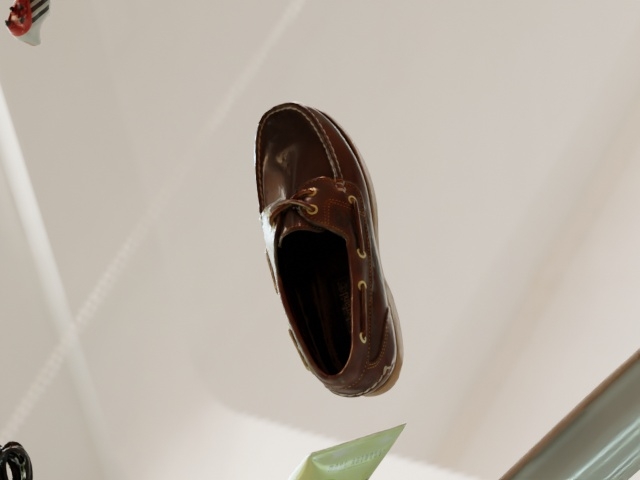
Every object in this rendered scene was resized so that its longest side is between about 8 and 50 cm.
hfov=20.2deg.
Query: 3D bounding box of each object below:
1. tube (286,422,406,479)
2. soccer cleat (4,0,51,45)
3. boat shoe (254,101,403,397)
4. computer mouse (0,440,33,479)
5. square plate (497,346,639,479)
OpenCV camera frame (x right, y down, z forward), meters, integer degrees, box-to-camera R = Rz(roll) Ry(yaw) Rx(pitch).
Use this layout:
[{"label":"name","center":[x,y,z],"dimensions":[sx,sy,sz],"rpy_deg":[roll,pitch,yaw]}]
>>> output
[{"label":"tube","center":[-0.007,0.224,1.548],"dimensions":[0.062,0.240,0.070],"rpy_deg":[29,-129,-2]},{"label":"soccer cleat","center":[-0.219,-0.189,1.376],"dimensions":[0.029,0.035,0.083],"rpy_deg":[-2,-113,26]},{"label":"boat shoe","center":[0.000,0.000,1.153],"dimensions":[0.073,0.073,0.207],"rpy_deg":[-27,-111,22]},{"label":"computer mouse","center":[-0.337,0.232,1.547],"dimensions":[0.060,0.262,0.184],"rpy_deg":[-30,-119,38]},{"label":"square plate","center":[0.201,0.125,1.182],"dimensions":[0.347,0.344,0.049],"rpy_deg":[-40,-104,-5]}]
